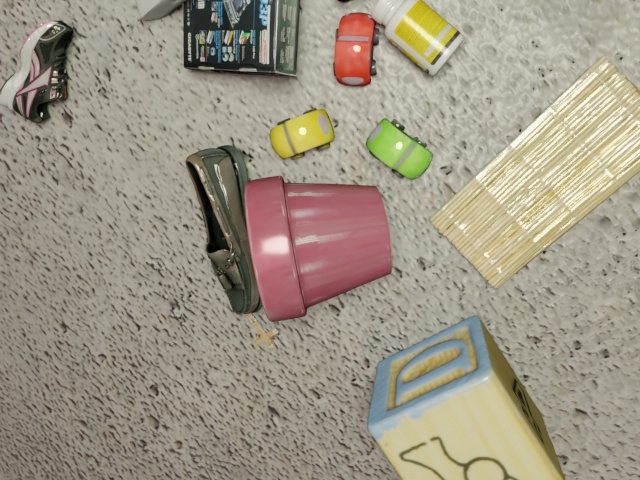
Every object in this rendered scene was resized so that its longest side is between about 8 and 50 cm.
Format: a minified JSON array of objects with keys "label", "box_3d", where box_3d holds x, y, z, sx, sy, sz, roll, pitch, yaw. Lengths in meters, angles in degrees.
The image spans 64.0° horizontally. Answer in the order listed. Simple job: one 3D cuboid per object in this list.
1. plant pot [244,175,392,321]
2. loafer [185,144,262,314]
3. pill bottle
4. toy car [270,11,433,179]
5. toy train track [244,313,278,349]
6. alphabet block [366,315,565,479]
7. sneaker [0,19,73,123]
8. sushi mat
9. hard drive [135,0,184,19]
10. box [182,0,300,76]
[{"label":"plant pot","box_3d":[0.000,0.000,0.725,0.180,0.201,0.202,-10,103,-2]},{"label":"loafer","box_3d":[-0.153,-0.008,0.788,0.096,0.084,0.268,2,104,44]},{"label":"pill bottle","box_3d":[0.126,-0.278,0.677,0.116,0.065,0.065,39,109,-1]},{"label":"toy car","box_3d":[0.062,-0.167,0.727,0.225,0.053,0.239,37,109,1]},{"label":"toy train track","box_3d":[-0.105,0.152,0.870,0.048,0.014,0.083,-35,95,18]},{"label":"alphabet block","box_3d":[0.203,0.260,0.740,0.192,0.193,0.197,-30,97,19]},{"label":"sneaker","box_3d":[-0.428,-0.261,0.808,0.077,0.072,0.178,39,118,-13]},{"label":"sushi mat","box_3d":[0.317,-0.084,0.714,0.151,0.019,0.316,44,109,-1]},{"label":"hard drive","box_3d":[-0.224,-0.472,0.655,0.203,0.040,0.308,5,110,51]},{"label":"box","box_3d":[-0.109,-0.339,0.687,0.175,0.051,0.220,14,108,31]}]
